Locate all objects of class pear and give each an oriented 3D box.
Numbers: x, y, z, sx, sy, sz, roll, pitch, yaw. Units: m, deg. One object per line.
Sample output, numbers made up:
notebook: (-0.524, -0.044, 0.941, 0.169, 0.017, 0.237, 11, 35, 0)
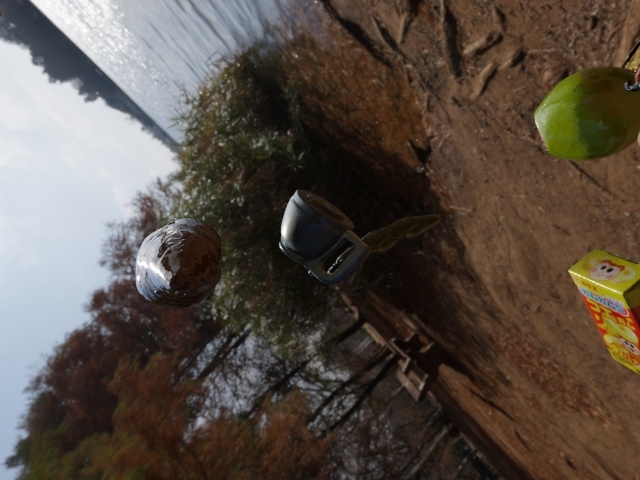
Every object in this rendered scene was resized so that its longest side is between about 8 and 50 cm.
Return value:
pear: (0.567, -0.261, 0.916, 0.187, 0.219, 0.188, 30, -130, -42)

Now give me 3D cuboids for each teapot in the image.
teapot: (-0.001, -0.004, 0.729, 0.149, 0.108, 0.111, 33, -164, -3)

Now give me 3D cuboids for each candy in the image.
candy: (0.633, 0.157, 0.908, 0.276, 0.088, 0.146, 54, 180, -21)

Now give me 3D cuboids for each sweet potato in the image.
sweet potato: (-0.197, 0.039, 0.623, 0.131, 0.131, 0.336, 46, 176, -12)

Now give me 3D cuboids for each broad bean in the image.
broad bean: (0.115, 0.000, 0.826, 0.060, 0.297, 0.043, 11, 120, 53)

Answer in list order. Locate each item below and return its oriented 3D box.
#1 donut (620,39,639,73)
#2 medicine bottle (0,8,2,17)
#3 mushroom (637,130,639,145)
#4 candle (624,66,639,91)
donut: (0.947, -0.441, 1.203, 0.150, 0.317, 0.299, 17, 163, -21)
medicine bottle: (-0.660, -0.342, 0.810, 0.074, 0.218, 0.074, 38, -159, -17)
mushroom: (0.641, -0.096, 0.661, 0.329, 0.159, 0.122, 50, 179, 14)
candle: (0.464, -0.286, 0.508, 0.059, 0.084, 0.302, 63, 155, 23)
